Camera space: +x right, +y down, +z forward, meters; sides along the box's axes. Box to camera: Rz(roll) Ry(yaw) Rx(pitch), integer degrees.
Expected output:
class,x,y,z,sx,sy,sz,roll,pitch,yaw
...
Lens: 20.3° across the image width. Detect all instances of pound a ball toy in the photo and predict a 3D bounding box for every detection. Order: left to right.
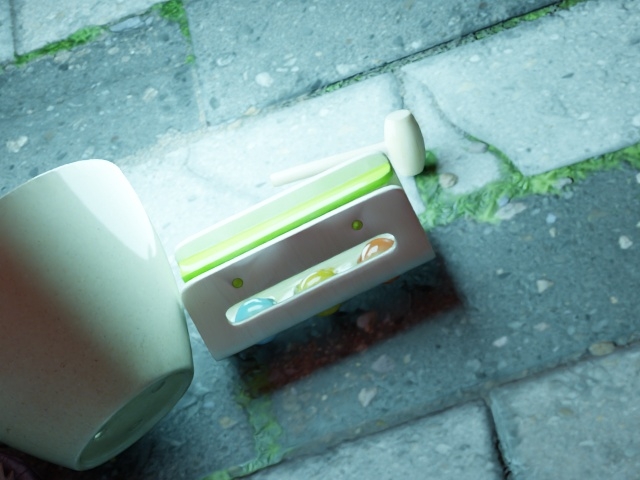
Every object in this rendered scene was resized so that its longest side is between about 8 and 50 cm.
class,x,y,z,sx,sy,sz,roll,pitch,yaw
pound a ball toy,0.000,0.000,2.030,0.319,0.136,0.208,-26,24,2

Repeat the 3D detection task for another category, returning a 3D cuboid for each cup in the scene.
class,x,y,z,sx,sy,sz,roll,pitch,yaw
cup,-0.275,0.109,1.948,0.331,0.331,0.237,-40,75,-10

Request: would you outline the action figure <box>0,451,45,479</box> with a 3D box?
class,x,y,z,sx,sy,sz,roll,pitch,yaw
action figure,-0.363,0.363,1.895,0.185,0.099,0.285,-32,38,21
